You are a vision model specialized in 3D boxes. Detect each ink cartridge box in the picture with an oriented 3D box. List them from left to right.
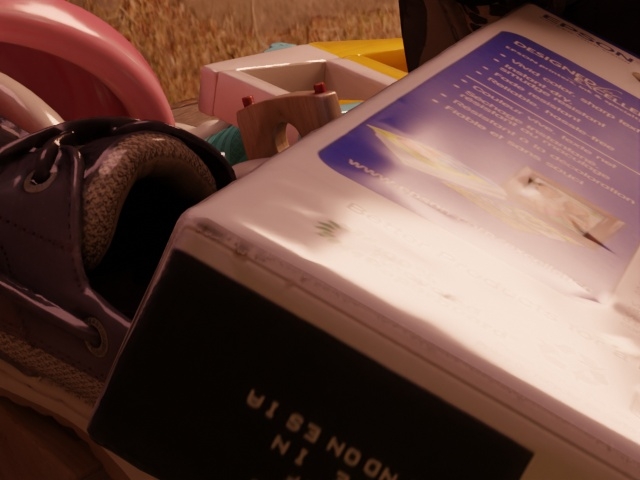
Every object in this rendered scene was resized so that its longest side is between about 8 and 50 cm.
[{"bbox_3d":[0.088,0.016,0.544,0.175,0.069,0.371,30,22,8],"label":"ink cartridge box"}]

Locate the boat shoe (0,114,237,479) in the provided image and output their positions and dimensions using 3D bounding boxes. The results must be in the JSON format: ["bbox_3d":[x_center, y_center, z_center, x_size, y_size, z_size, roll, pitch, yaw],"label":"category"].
[{"bbox_3d":[-0.063,0.006,0.595,0.285,0.092,0.103,36,37,22],"label":"boat shoe"}]

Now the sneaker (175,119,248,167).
[{"bbox_3d":[-0.074,-0.026,1.364,0.275,0.107,0.110,-12,28,48],"label":"sneaker"}]

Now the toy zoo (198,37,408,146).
[{"bbox_3d":[0.067,-0.070,1.106,0.192,0.030,0.293,-11,27,-39],"label":"toy zoo"}]

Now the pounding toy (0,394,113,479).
[{"bbox_3d":[-0.097,0.081,0.644,0.181,0.094,0.206,38,39,25],"label":"pounding toy"}]

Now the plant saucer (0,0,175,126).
[{"bbox_3d":[-0.242,-0.031,1.012,0.332,0.084,0.332,-17,-32,-11],"label":"plant saucer"}]

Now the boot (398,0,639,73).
[{"bbox_3d":[0.172,-0.122,0.768,0.284,0.138,0.377,10,-19,9],"label":"boot"}]

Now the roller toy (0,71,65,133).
[{"bbox_3d":[-0.189,0.023,0.835,0.191,0.209,0.146,0,16,37],"label":"roller toy"}]

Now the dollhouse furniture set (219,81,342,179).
[{"bbox_3d":[0.000,0.000,0.883,0.183,0.129,0.129,-6,13,45],"label":"dollhouse furniture set"}]
